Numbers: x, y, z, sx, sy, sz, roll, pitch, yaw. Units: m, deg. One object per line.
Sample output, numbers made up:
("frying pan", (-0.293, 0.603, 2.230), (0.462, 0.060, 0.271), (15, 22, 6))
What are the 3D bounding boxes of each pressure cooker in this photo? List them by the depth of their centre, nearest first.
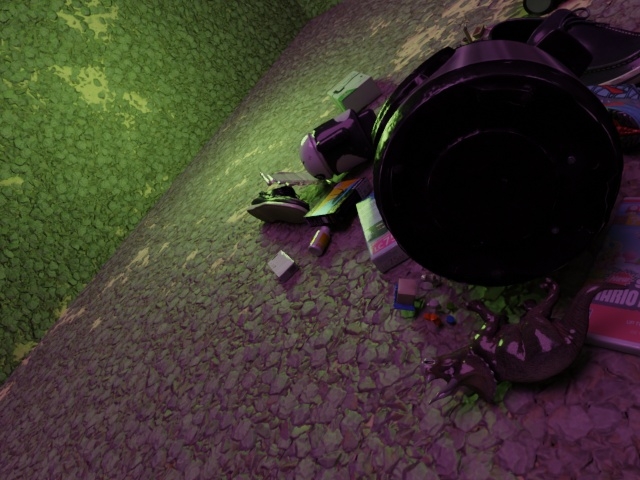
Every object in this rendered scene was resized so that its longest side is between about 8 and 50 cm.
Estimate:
("pressure cooker", (0.297, -0.159, 0.882), (0.369, 0.376, 0.420), (-4, 26, 20))

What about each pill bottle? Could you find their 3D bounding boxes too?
("pill bottle", (0.000, 0.000, 1.372), (0.043, 0.043, 0.083), (-8, 43, 44))

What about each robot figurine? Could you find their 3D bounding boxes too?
("robot figurine", (0.067, -0.305, 1.558), (0.278, 0.209, 0.174), (-27, 46, 12))

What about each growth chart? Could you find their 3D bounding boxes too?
("growth chart", (-0.078, -0.204, 1.623), (0.237, 0.021, 0.172), (-1, 22, -12))

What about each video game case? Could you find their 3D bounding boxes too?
("video game case", (0.514, 0.046, 0.720), (0.204, 0.025, 0.285), (7, 55, 53))

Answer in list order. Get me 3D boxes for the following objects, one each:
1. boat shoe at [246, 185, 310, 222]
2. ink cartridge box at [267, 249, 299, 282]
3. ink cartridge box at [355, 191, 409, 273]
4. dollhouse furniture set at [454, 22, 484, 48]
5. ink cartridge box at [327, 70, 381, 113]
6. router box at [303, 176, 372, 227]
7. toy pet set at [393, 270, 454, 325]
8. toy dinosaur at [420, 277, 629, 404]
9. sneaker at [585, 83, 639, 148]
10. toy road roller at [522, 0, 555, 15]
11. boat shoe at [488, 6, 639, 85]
("boat shoe", (-0.128, -0.128, 1.612), (0.340, 0.127, 0.113), (-3, 59, 61))
("ink cartridge box", (-0.110, 0.073, 1.422), (0.063, 0.029, 0.115), (-45, 28, -4))
("ink cartridge box", (0.191, -0.071, 1.226), (0.185, 0.065, 0.311), (-32, 29, 16))
("dollhouse furniture set", (0.512, -0.729, 1.686), (0.091, 0.081, 0.114), (-7, 45, 46))
("ink cartridge box", (0.131, -0.592, 1.952), (0.153, 0.087, 0.208), (-39, 29, 3))
("router box", (0.052, -0.111, 1.426), (0.133, 0.046, 0.179), (-5, 35, 48))
("toy pet set", (0.205, 0.123, 0.975), (0.114, 0.065, 0.122), (6, 48, 8))
("toy dinosaur", (0.315, 0.158, 0.746), (0.313, 0.121, 0.160), (-22, 46, 27))
("sneaker", (0.591, -0.266, 0.997), (0.125, 0.104, 0.262), (-23, 34, -2))
("toy road roller", (0.659, -0.883, 1.468), (0.203, 0.329, 0.240), (-60, 5, -29))
("boat shoe", (0.584, -0.462, 1.178), (0.187, 0.156, 0.500), (-40, 31, -1))
